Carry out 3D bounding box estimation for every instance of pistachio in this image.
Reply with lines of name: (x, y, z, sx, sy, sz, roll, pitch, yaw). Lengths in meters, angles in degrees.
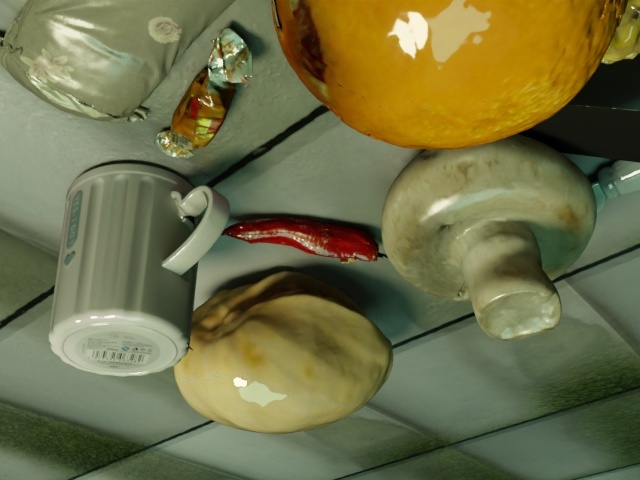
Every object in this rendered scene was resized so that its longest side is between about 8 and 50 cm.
pistachio: (-0.051, 0.167, 0.920, 0.320, 0.229, 0.238, 3, 117, -26)

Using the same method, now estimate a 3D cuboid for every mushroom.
mushroom: (0.190, 0.007, 0.719, 0.243, 0.244, 0.244, -2, 142, -2)

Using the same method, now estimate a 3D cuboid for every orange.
orange: (0.083, -0.185, 0.445, 0.246, 0.246, 0.246, -2, 142, -2)

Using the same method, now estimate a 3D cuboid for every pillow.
pillow: (-0.184, -0.195, 0.567, 0.169, 0.059, 0.255, 28, 133, -30)

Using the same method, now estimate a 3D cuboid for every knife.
knife: (0.335, -0.053, 0.810, 0.331, 0.044, 0.080, -25, 141, 34)

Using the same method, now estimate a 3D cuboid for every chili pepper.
chili pepper: (0.000, 0.000, 0.844, 0.267, 0.059, 0.051, 11, 102, -14)

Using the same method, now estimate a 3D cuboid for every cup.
cup: (-0.212, 0.023, 0.727, 0.166, 0.202, 0.221, 11, 141, -21)

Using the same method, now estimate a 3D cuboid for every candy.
candy: (-0.120, -0.135, 0.657, 0.053, 0.047, 0.182, 19, 139, -24)

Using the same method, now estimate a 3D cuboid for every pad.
pad: (0.297, -0.101, 0.616, 0.264, 0.009, 0.159, 15, 177, 35)

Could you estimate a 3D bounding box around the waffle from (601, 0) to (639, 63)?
waffle: (0.360, -0.204, 0.520, 0.324, 0.151, 0.261, 15, 137, -31)
